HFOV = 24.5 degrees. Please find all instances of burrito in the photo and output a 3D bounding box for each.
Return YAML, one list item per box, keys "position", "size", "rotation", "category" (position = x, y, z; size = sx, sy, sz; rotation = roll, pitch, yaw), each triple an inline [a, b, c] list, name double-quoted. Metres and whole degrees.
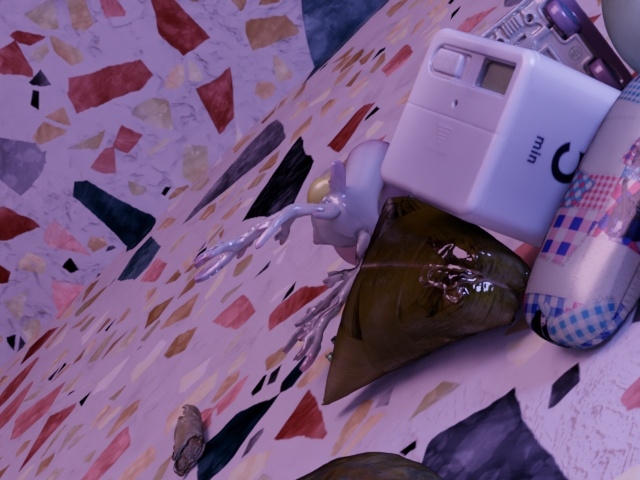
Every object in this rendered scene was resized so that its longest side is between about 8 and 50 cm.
- position: [-0.197, 0.294, 2.202]
  size: [0.055, 0.041, 0.149]
  rotation: [-56, 15, 17]
  category: "burrito"

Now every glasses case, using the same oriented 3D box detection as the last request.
- position: [0.311, -0.039, 1.518]
  size: [0.125, 0.076, 0.327]
  rotation: [13, 72, 54]
  category: "glasses case"

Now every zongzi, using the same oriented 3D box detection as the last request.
- position: [0.108, 0.110, 1.729]
  size: [0.300, 0.145, 0.274]
  rotation: [-62, 19, 6]
  category: "zongzi"

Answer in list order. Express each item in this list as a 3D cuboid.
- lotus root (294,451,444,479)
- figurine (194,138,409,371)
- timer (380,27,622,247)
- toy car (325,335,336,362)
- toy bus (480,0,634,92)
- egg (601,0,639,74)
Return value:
- position: [0.034, 0.309, 1.334]
  size: [0.267, 0.149, 0.260]
  rotation: [-56, 17, -23]
  category: "lotus root"
- position: [0.013, 0.007, 2.028]
  size: [0.284, 0.206, 0.316]
  rotation: [-46, -5, 13]
  category: "figurine"
- position: [0.216, -0.108, 1.651]
  size: [0.192, 0.195, 0.194]
  rotation: [29, 98, 57]
  category: "timer"
- position: [0.041, 0.136, 1.977]
  size: [0.059, 0.035, 0.122]
  rotation: [-45, 6, 14]
  category: "toy car"
- position: [0.305, -0.199, 1.837]
  size: [0.142, 0.202, 0.142]
  rotation: [-38, -15, 21]
  category: "toy bus"
- position: [0.426, -0.286, 1.696]
  size: [0.203, 0.203, 0.282]
  rotation: [-35, 22, 37]
  category: "egg"
